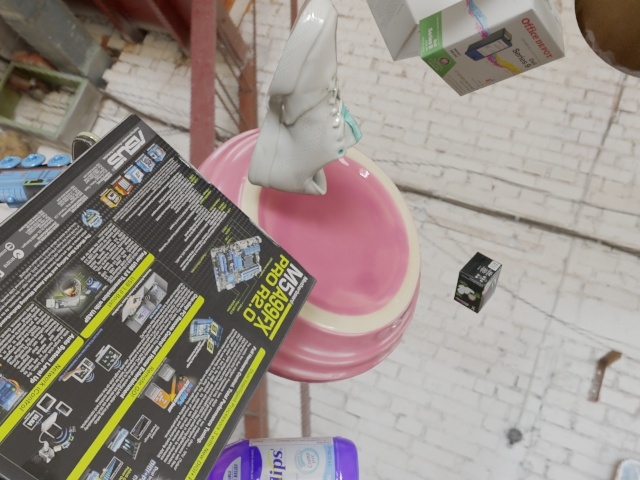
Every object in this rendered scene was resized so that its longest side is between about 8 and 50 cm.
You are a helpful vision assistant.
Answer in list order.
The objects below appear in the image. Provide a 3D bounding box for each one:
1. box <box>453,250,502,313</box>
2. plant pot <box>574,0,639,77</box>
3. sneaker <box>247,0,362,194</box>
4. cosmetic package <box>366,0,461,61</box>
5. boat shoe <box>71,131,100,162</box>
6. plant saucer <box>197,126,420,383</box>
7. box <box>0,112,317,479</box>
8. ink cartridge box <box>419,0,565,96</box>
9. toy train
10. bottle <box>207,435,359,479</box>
[{"bbox_3d":[0.276,0.074,1.060,0.052,0.062,0.083,32,-34,28],"label":"box"},{"bbox_3d":[0.480,-0.362,0.754,0.237,0.237,0.254,19,-6,8],"label":"plant pot"},{"bbox_3d":[-0.002,-0.119,0.545,0.094,0.080,0.212,19,-37,-3],"label":"sneaker"},{"bbox_3d":[0.225,-0.547,1.404,0.151,0.184,0.151,-17,-11,-19],"label":"cosmetic package"},{"bbox_3d":[-0.293,-0.063,0.779,0.056,0.049,0.152,8,-57,17],"label":"boat shoe"},{"bbox_3d":[0.000,0.000,0.729,0.332,0.332,0.084,26,-34,-22],"label":"plant saucer"},{"bbox_3d":[-0.144,0.061,0.446,0.216,0.270,0.060,43,-43,-15],"label":"box"},{"bbox_3d":[0.308,-0.365,1.084,0.212,0.093,0.154,-16,-28,37],"label":"ink cartridge box"},{"bbox_3d":[-0.512,-0.101,1.067,0.184,0.105,0.080,-1,-52,9],"label":"toy train"},{"bbox_3d":[-0.089,0.332,0.825,0.282,0.118,0.092,1,-21,-5],"label":"bottle"}]
